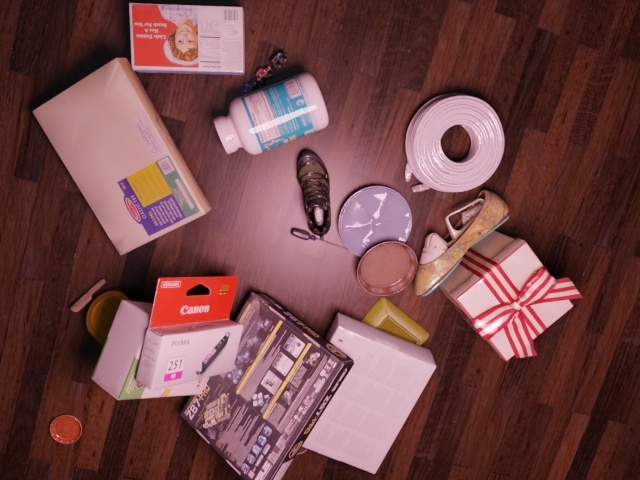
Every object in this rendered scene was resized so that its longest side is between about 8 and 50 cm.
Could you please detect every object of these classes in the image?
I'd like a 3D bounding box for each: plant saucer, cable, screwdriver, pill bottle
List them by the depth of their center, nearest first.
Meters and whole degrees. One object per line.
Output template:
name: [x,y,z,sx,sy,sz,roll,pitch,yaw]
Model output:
pill bottle: [-0.123,-0.302,1.379,0.264,0.146,0.146,-21,102,-1]
cable: [0.349,-0.254,1.469,0.256,0.089,0.257,-5,101,-5]
screwdriver: [0.000,0.000,1.518,0.169,0.025,0.024,17,98,-18]
plant saucer: [0.178,0.072,1.523,0.168,0.029,0.169,-5,119,-9]
plant saucer: [-0.693,0.514,1.534,0.083,0.013,0.084,-1,100,-6]
plant saucer: [0.188,0.286,1.574,0.188,0.045,0.188,39,94,-11]

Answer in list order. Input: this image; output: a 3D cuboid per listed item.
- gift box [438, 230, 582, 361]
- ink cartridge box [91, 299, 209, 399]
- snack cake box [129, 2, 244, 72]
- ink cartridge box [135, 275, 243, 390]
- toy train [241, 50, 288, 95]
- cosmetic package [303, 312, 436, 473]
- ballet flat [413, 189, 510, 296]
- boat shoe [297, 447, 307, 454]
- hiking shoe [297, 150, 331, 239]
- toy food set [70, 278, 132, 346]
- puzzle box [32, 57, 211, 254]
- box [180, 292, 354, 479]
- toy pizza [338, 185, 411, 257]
gift box: [0.489,0.143,1.473,0.255,0.258,0.276,-45,101,4]
ink cartridge box: [-0.383,0.269,1.381,0.117,0.278,0.202,22,91,31]
snack cake box: [-0.316,-0.480,1.354,0.264,0.089,0.152,0,102,-6]
ink cartridge box: [-0.287,0.208,1.326,0.060,0.275,0.239,19,98,31]
toy train: [-0.145,-0.416,1.416,0.036,0.027,0.158,44,93,-8]
cosmetic package: [0.098,0.420,1.531,0.284,0.097,0.377,23,106,-9]
ballet flat: [0.352,-0.003,1.505,0.348,0.123,0.123,-43,102,-3]
boat shoe: [-0.140,0.585,1.578,0.223,0.073,0.080,3,100,-7]
hiking shoe: [-0.007,-0.118,1.442,0.086,0.114,0.227,-13,102,-4]
toy food set: [-0.526,0.202,1.451,0.217,0.071,0.128,36,82,25]
puzzle box: [-0.479,-0.192,1.367,0.272,0.052,0.409,-23,103,17]
box: [-0.146,0.383,1.448,0.318,0.097,0.395,33,96,24]
toy pizza: [0.146,-0.048,1.512,0.201,0.032,0.202,-2,105,-8]
